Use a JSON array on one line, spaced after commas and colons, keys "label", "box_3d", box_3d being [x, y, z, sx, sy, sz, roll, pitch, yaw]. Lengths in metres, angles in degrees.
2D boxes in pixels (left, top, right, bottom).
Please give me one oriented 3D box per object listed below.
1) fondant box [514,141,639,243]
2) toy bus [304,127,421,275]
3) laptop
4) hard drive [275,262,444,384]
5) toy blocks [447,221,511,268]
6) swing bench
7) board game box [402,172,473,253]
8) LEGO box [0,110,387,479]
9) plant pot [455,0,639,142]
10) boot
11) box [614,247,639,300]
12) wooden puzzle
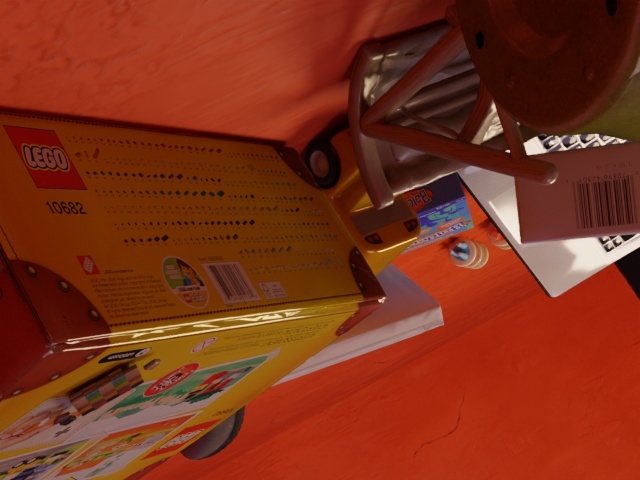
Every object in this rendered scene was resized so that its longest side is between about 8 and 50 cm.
[{"label": "fondant box", "box_3d": [0.371, -0.056, 1.263, 0.238, 0.096, 0.330, -6, 180, 25]}, {"label": "toy bus", "box_3d": [0.000, 0.000, 1.285, 0.108, 0.130, 0.333, -18, 161, -42]}, {"label": "laptop", "box_3d": [0.449, -0.050, 1.511, 0.408, 0.236, 0.382, -33, 134, 11]}, {"label": "hard drive", "box_3d": [-0.020, 0.111, 1.500, 0.308, 0.040, 0.203, -18, -158, -13]}, {"label": "toy blocks", "box_3d": [0.291, 0.003, 2.066, 0.123, 0.054, 0.148, -34, 165, 15]}, {"label": "swing bench", "box_3d": [0.187, -0.151, 1.056, 0.253, 0.165, 0.255, -24, -170, -30]}, {"label": "board game box", "box_3d": [0.122, -0.029, 1.558, 0.160, 0.047, 0.210, -21, 167, 7]}, {"label": "LEGO box", "box_3d": [-0.225, 0.086, 0.980, 0.372, 0.193, 0.500, -37, 164, 22]}, {"label": "plant pot", "box_3d": [0.296, -0.205, 0.799, 0.353, 0.366, 0.366, -9, 159, -21]}, {"label": "boot", "box_3d": [-0.218, 0.259, 1.820, 0.223, 0.118, 0.338, -14, 147, -42]}, {"label": "box", "box_3d": [0.702, -0.145, 1.903, 0.472, 0.297, 0.480, -39, 165, 23]}, {"label": "wooden puzzle", "box_3d": [-0.147, 0.103, 0.790, 0.083, 0.006, 0.049, -29, 165, -12]}]
